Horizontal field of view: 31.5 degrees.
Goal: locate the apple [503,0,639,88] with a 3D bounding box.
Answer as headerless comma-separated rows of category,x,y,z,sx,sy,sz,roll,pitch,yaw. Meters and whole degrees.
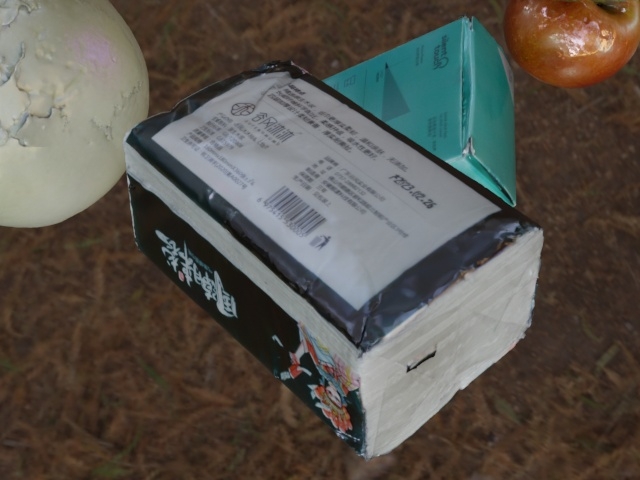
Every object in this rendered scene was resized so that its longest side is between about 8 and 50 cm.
apple,0.294,-0.254,1.333,0.139,0.163,0.163,-36,52,55

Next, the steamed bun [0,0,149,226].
steamed bun,-0.335,-0.184,1.303,0.233,0.312,0.334,-8,73,46

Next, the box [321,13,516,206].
box,0.074,-0.103,1.326,0.311,0.118,0.205,-20,52,33

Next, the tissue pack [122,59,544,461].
tissue pack,0.000,-0.001,0.494,0.103,0.090,0.170,-32,52,-23
